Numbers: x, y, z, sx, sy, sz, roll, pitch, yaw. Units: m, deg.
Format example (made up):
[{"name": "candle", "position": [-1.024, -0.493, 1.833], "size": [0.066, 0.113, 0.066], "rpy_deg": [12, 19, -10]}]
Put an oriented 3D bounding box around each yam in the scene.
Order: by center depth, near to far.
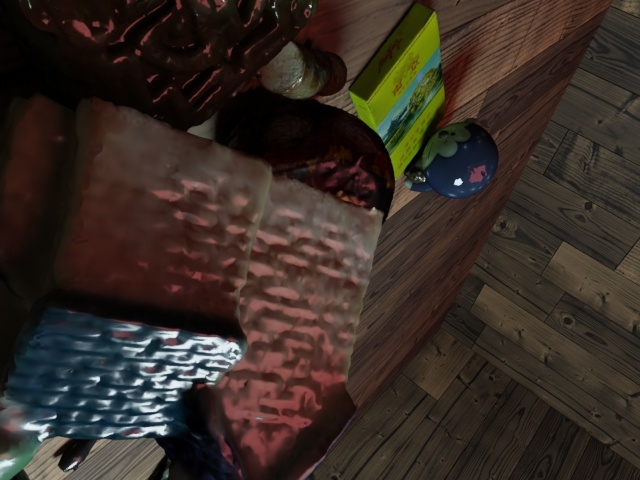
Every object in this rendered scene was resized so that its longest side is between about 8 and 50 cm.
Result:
[{"name": "yam", "position": [-0.015, -0.194, 0.666], "size": [0.061, 0.061, 0.253], "rpy_deg": [-62, 176, 18]}]

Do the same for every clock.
[{"name": "clock", "position": [0.277, -0.171, 1.211], "size": [0.200, 0.146, 0.243], "rpy_deg": [-52, -171, 3]}]

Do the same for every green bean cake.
[{"name": "green bean cake", "position": [-0.121, -0.216, 0.415], "size": [0.241, 0.132, 0.255], "rpy_deg": [-44, 157, -17]}]

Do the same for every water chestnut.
[{"name": "water chestnut", "position": [-0.023, -0.089, 0.744], "size": [0.223, 0.238, 0.224], "rpy_deg": [-8, 159, -3]}]

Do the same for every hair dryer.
[{"name": "hair dryer", "position": [-0.357, 0.317, 0.860], "size": [0.079, 0.031, 0.083], "rpy_deg": [-47, 173, -43]}]

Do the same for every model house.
[{"name": "model house", "position": [-0.127, 0.075, 0.454], "size": [0.298, 0.243, 0.285], "rpy_deg": [16, 73, -34]}]

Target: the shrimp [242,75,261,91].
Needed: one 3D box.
[{"name": "shrimp", "position": [-0.048, -0.244, 0.636], "size": [0.184, 0.043, 0.091], "rpy_deg": [-54, 156, 0]}]

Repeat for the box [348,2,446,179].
[{"name": "box", "position": [0.153, -0.251, 1.050], "size": [0.187, 0.047, 0.335], "rpy_deg": [-52, 158, -4]}]

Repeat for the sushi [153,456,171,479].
[{"name": "sushi", "position": [-0.206, 0.508, 1.202], "size": [0.218, 0.224, 0.239], "rpy_deg": [0, 106, -73]}]

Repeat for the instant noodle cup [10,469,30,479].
[{"name": "instant noodle cup", "position": [-0.361, 0.171, 0.332], "size": [0.284, 0.284, 0.313], "rpy_deg": [-42, 147, -29]}]
